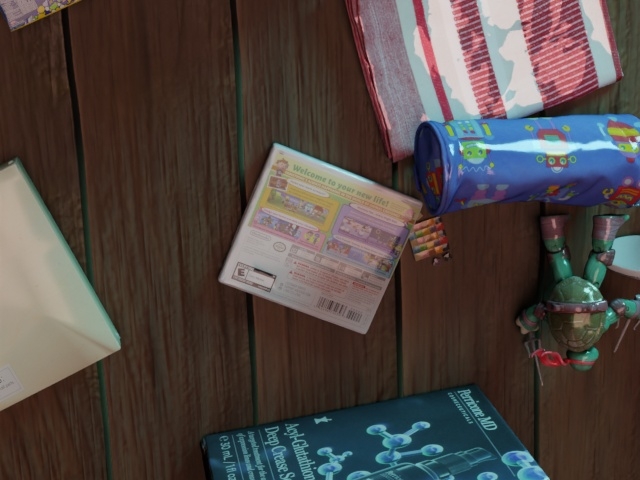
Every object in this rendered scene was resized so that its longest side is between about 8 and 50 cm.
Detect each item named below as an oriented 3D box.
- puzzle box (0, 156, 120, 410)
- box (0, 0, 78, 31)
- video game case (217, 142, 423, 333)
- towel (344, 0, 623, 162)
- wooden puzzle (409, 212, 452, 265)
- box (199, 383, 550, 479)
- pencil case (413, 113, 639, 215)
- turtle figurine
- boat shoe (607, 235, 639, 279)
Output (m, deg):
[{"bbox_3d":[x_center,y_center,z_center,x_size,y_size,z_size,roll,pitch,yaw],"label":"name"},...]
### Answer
[{"bbox_3d":[-0.489,0.107,1.461,0.408,0.052,0.272,-26,109,-2],"label":"puzzle box"},{"bbox_3d":[-0.293,-0.304,1.379,0.168,0.059,0.054,-25,109,-3],"label":"box"},{"bbox_3d":[0.000,0.000,1.536,0.212,0.023,0.193,21,101,-13],"label":"video game case"},{"bbox_3d":[0.209,-0.258,1.500,0.328,0.037,0.237,-19,109,-5],"label":"towel"},{"bbox_3d":[0.142,-0.003,1.573,0.049,0.006,0.083,-19,108,-5],"label":"wooden puzzle"},{"bbox_3d":[0.066,0.365,1.511,0.395,0.293,0.212,-9,107,-8],"label":"box"},{"bbox_3d":[0.265,-0.095,1.500,0.306,0.133,0.119,-3,72,-17],"label":"pencil case"},{"bbox_3d":[0.344,0.083,1.563,0.175,0.118,0.234,0,95,11],"label":"turtle figurine"},{"bbox_3d":[0.472,0.046,1.621,0.183,0.065,0.083,5,141,8],"label":"boat shoe"}]
